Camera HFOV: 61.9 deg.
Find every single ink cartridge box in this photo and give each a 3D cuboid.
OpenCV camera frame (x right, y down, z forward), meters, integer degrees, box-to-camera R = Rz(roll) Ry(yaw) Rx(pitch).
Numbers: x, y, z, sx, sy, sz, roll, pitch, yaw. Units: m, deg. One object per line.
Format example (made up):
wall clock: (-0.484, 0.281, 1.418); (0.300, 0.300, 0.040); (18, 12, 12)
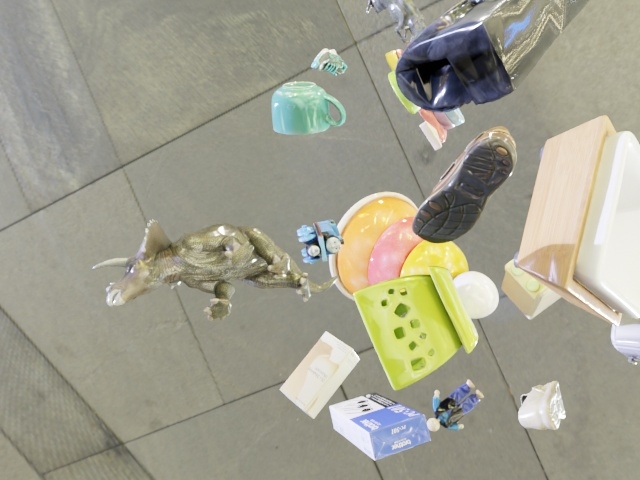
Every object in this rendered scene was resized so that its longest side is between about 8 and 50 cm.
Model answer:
ink cartridge box: (0.092, 0.308, 0.903); (0.097, 0.207, 0.046); (-12, 88, -16)

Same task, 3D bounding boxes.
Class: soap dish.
soap dish: (0.399, -0.013, 0.778); (0.118, 0.291, 0.229); (9, 80, 42)

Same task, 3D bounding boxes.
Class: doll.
doll: (0.386, 0.494, 1.576); (0.189, 0.046, 0.129); (-36, 74, -16)

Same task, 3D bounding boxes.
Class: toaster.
toaster: (0.899, 0.230, 1.458); (0.129, 0.146, 0.227); (29, 69, -22)

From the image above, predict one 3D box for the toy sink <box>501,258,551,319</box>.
toy sink: (0.587, 0.091, 1.425); (0.152, 0.234, 0.131); (-36, 64, -2)

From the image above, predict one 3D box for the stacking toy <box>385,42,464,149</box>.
stacking toy: (0.322, -0.431, 1.543); (0.130, 0.279, 0.309); (-31, 110, 25)

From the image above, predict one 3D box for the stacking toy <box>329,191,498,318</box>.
stacking toy: (0.276, 0.083, 1.459); (0.350, 0.480, 0.351); (-12, 113, -29)

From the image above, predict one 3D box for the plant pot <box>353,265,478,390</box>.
plant pot: (0.223, 0.176, 1.197); (0.207, 0.228, 0.227); (-25, 82, 10)

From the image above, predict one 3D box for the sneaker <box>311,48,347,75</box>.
sneaker: (0.032, -0.521, 1.575); (0.076, 0.166, 0.065); (42, 124, 3)

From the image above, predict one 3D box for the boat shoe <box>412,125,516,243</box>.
boat shoe: (0.324, -0.118, 1.187); (0.122, 0.120, 0.324); (33, 136, -3)

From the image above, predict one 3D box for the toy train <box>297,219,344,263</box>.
toy train: (0.000, 0.000, 1.326); (0.105, 0.184, 0.080); (-13, 103, -2)

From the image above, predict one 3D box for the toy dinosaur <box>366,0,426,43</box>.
toy dinosaur: (0.117, -0.401, 0.895); (0.064, 0.118, 0.268); (-34, 79, 7)

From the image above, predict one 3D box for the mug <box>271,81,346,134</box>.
mug: (-0.033, -0.304, 1.205); (0.157, 0.129, 0.097); (-9, 116, -12)

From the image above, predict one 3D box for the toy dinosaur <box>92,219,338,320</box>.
toy dinosaur: (-0.107, 0.020, 0.683); (0.160, 0.313, 0.121); (35, 123, 45)

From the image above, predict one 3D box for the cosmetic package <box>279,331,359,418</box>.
cosmetic package: (-0.001, 0.203, 0.812); (0.060, 0.041, 0.115); (26, 69, 37)

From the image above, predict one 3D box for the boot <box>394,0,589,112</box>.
boot: (0.281, -0.346, 0.792); (0.146, 0.367, 0.445); (43, 77, -8)

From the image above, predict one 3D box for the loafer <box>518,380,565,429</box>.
loafer: (0.573, 0.426, 1.386); (0.092, 0.268, 0.102); (-14, 77, 28)
